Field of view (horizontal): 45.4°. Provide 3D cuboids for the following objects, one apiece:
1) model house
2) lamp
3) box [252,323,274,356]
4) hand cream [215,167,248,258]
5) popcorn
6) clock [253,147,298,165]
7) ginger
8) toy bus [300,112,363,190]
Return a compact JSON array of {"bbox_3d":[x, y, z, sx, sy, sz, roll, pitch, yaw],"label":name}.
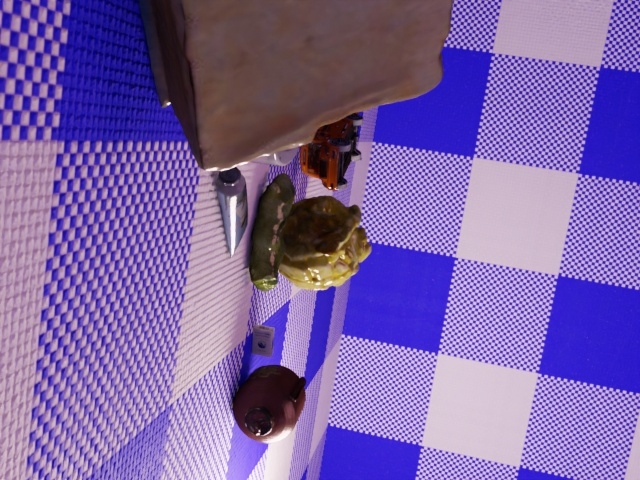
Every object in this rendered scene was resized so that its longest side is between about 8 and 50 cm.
[{"bbox_3d":[-0.056,-0.349,1.048,0.335,0.382,0.343,90,-21,-47],"label":"model house"},{"bbox_3d":[-0.124,0.413,1.949,0.258,0.180,0.180,-49,148,-76],"label":"lamp"},{"bbox_3d":[-0.151,0.264,2.011,0.024,0.054,0.083,-67,164,-62],"label":"box"},{"bbox_3d":[-0.174,-0.060,1.551,0.271,0.058,0.091,94,13,-60],"label":"hand cream"},{"bbox_3d":[-0.003,-0.003,2.037,0.237,0.292,0.293,51,47,-53],"label":"popcorn"},{"bbox_3d":[-0.097,-0.314,1.577,0.338,0.102,0.339,10,90,-81],"label":"clock"},{"bbox_3d":[-0.118,-0.020,1.833,0.137,0.089,0.290,4,91,-62],"label":"ginger"},{"bbox_3d":[0.033,-0.270,2.244,0.329,0.153,0.143,-67,163,-59],"label":"toy bus"}]
